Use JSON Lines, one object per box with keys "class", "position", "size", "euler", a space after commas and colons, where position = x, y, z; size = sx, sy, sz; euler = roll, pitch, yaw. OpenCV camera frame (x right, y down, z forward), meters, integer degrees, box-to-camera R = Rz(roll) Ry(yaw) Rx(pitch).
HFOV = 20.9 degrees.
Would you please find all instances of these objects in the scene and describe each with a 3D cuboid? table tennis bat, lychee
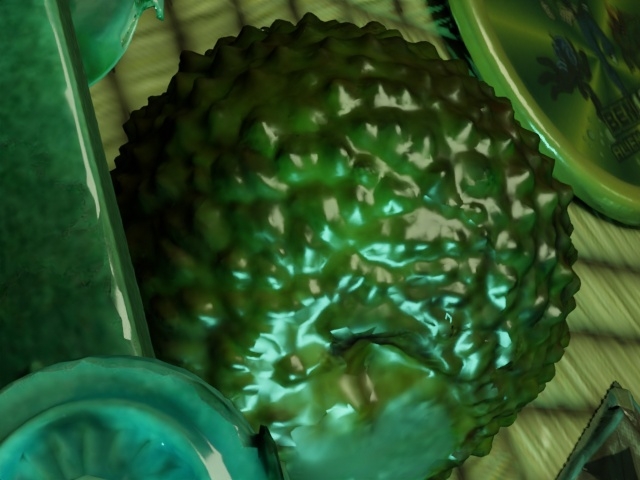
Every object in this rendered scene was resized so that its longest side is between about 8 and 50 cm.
{"class": "table tennis bat", "position": [0.105, -0.151, 0.919], "size": [0.198, 0.050, 0.321], "euler": [-22, 83, -54]}
{"class": "lychee", "position": [0.000, 0.000, 0.553], "size": [0.171, 0.171, 0.171], "euler": [31, 39, -30]}

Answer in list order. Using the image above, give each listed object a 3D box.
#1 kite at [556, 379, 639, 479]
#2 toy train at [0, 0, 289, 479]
{"class": "kite", "position": [0.165, 0.211, 0.687], "size": [0.406, 0.014, 0.368], "euler": [23, 43, -38]}
{"class": "toy train", "position": [-0.117, 0.008, 0.388], "size": [0.120, 0.194, 0.298], "euler": [89, -14, -73]}
